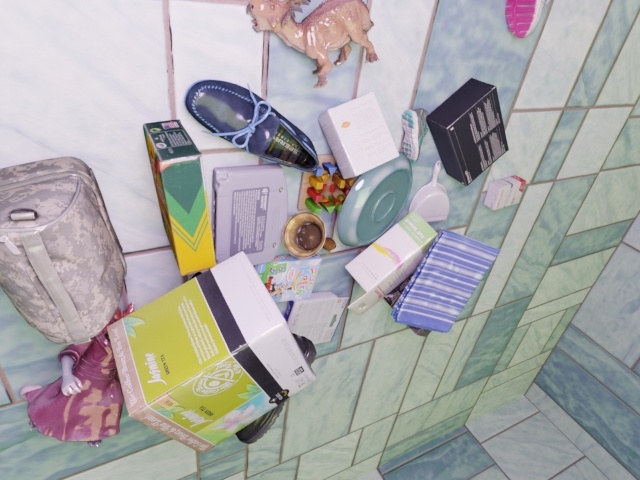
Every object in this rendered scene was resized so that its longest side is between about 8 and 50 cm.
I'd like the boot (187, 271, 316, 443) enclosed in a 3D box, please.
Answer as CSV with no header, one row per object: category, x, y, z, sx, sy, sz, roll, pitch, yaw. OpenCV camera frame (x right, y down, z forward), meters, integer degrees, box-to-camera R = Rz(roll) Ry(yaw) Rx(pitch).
boot,-0.276,0.345,1.198,0.445,0.146,0.367,38,82,-32

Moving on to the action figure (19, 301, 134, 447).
action figure,-0.556,0.317,1.077,0.248,0.276,0.370,22,92,-47

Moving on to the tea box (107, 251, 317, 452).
tea box,-0.221,0.259,0.946,0.324,0.220,0.329,-30,142,-9

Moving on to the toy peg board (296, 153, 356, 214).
toy peg board,0.033,-0.147,1.159,0.161,0.079,0.160,-9,127,-29

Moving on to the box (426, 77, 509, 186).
box,0.450,-0.321,1.282,0.184,0.103,0.261,-43,136,-2

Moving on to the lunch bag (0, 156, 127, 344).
lunch bag,-0.505,0.020,0.808,0.213,0.256,0.305,-17,130,-22

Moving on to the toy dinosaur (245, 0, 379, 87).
toy dinosaur,0.017,-0.457,0.886,0.296,0.127,0.200,-30,128,-18

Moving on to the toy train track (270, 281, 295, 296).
toy train track,-0.112,0.150,1.281,0.083,0.014,0.048,-25,134,-15

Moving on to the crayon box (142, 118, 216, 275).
crayon box,-0.298,-0.071,0.912,0.081,0.202,0.318,-15,129,-23

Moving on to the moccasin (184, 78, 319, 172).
moccasin,-0.127,-0.253,0.944,0.342,0.117,0.137,14,114,-40

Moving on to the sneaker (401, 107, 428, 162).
sneaker,0.280,-0.303,1.216,0.076,0.065,0.166,-26,135,-19

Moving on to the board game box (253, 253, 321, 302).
board game box,-0.112,0.117,1.296,0.212,0.039,0.160,-4,124,-32

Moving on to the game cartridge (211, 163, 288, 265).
game cartridge,-0.183,-0.060,1.104,0.196,0.060,0.294,-7,126,-25

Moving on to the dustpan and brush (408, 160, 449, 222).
dustpan and brush,0.372,-0.160,1.396,0.147,0.060,0.211,-5,133,-15

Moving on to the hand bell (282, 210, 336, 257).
hand bell,0.000,0.000,1.222,0.126,0.126,0.242,-49,158,9

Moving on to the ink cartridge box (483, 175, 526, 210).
ink cartridge box,0.688,-0.179,1.579,0.135,0.056,0.099,-15,130,-24

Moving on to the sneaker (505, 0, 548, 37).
sneaker,0.571,-0.664,1.098,0.111,0.103,0.252,-16,131,-21

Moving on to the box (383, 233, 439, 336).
box,0.372,0.143,1.489,0.077,0.242,0.307,21,109,-42

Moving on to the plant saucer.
plant saucer,0.174,-0.107,1.238,0.318,0.044,0.317,-36,147,-28

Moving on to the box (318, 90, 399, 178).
box,0.093,-0.258,1.051,0.130,0.091,0.170,-26,100,-13

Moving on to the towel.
towel,0.393,0.141,1.328,0.243,0.040,0.335,17,110,-23

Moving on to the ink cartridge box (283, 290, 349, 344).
ink cartridge box,-0.031,0.276,1.465,0.224,0.045,0.223,0,123,-34

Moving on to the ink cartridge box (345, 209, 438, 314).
ink cartridge box,0.212,0.081,1.378,0.353,0.119,0.207,-40,156,2
